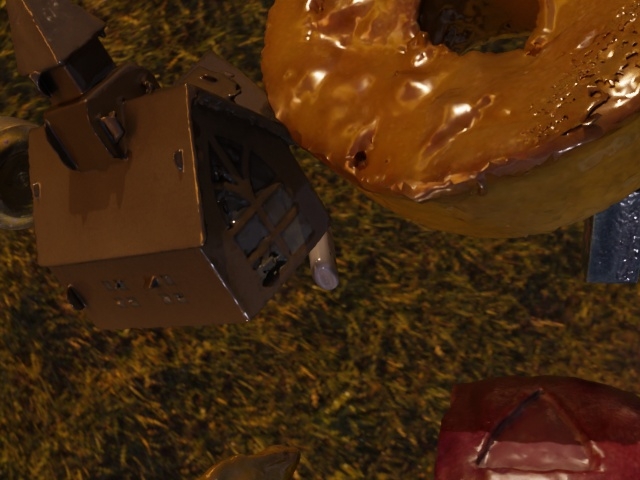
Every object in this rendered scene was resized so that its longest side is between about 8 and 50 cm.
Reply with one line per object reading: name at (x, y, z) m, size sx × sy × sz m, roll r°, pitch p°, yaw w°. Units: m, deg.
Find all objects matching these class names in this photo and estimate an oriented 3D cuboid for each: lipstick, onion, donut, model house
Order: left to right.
model house at (-0.120, -0.085, 0.668) m, size 0.176 × 0.181 × 0.248 m, roll -53°, pitch 124°, yaw -37°
donut at (0.107, -0.115, 0.614) m, size 0.277 × 0.277 × 0.108 m, roll -48°, pitch 138°, yaw -13°
onion at (0.181, 0.216, 0.644) m, size 0.230 × 0.256 × 0.272 m, roll 8°, pitch 54°, yaw 13°
lipstick at (0.267, -0.104, 0.873) m, size 0.051 × 0.051 × 0.312 m, roll 2°, pitch 123°, yaw 9°

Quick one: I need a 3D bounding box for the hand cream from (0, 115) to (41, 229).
hand cream at (-0.286, -0.075, 0.820) m, size 0.084 × 0.203 × 0.084 m, roll -19°, pitch 120°, yaw -37°

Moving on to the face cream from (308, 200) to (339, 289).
face cream at (0.000, 0.000, 0.843) m, size 0.021 × 0.083 × 0.040 m, roll -15°, pitch 140°, yaw 9°

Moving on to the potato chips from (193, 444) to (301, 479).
potato chips at (-0.154, 0.220, 0.496) m, size 0.057 × 0.407 × 0.080 m, roll 17°, pitch 44°, yaw -47°
